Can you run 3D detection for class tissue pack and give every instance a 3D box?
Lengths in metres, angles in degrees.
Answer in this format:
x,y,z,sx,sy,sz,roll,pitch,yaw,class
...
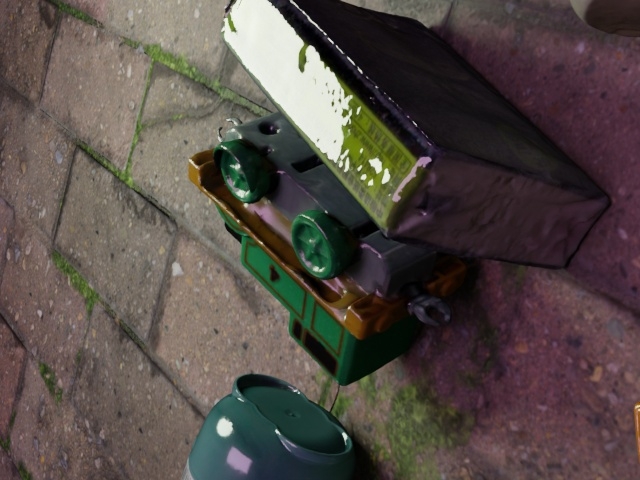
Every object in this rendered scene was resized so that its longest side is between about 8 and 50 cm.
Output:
x,y,z,sx,sy,sz,roll,pitch,yaw,class
0.091,-0.138,1.070,0.124,0.288,0.394,-59,44,23,tissue pack

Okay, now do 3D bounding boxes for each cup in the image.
x,y,z,sx,sy,sz,roll,pitch,yaw,class
-0.059,0.350,1.258,0.289,0.219,0.258,36,112,44,cup

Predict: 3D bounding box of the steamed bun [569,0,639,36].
x,y,z,sx,sy,sz,roll,pitch,yaw,class
0.381,-0.306,0.770,0.383,0.236,0.247,-18,74,40,steamed bun

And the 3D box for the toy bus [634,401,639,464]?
x,y,z,sx,sy,sz,roll,pitch,yaw,class
0.373,0.167,0.834,0.194,0.088,0.083,-17,72,50,toy bus

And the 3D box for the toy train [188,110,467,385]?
x,y,z,sx,sy,sz,roll,pitch,yaw,class
0.000,0.000,1.207,0.429,0.178,0.249,42,142,32,toy train
